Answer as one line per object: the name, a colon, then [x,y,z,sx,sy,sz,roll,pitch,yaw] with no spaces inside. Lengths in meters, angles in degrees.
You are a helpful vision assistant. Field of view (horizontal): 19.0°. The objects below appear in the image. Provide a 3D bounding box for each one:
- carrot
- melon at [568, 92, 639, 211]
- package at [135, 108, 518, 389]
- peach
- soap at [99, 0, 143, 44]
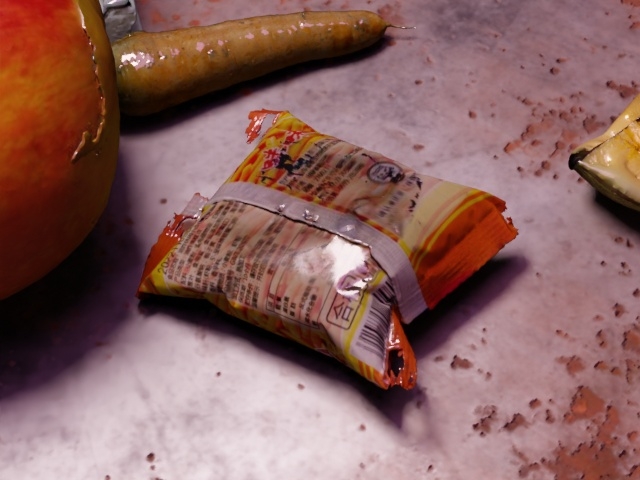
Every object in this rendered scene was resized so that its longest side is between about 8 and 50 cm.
carrot: [-0.057,-0.176,1.772,0.298,0.078,0.078,-12,53,-9]
melon: [0.295,-0.068,1.643,0.160,0.079,0.128,-35,75,-19]
package: [0.003,-0.005,1.609,0.288,0.108,0.223,22,58,24]
peach: [-0.348,-0.104,1.581,0.370,0.370,0.370,-3,54,5]
soap: [-0.262,-0.264,1.844,0.150,0.094,0.261,-18,55,1]
